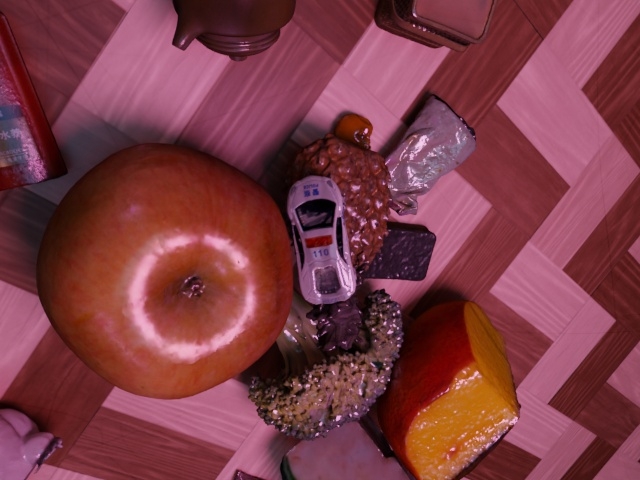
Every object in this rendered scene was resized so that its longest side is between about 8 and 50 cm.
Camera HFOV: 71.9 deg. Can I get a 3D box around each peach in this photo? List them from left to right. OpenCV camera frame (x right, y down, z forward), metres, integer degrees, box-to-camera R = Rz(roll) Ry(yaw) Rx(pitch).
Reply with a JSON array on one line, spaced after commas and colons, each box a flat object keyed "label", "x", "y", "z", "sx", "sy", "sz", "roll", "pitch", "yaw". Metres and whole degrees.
[{"label": "peach", "x": 0.254, "y": 0.316, "z": 0.961, "sx": 0.242, "sy": 0.380, "sz": 0.306, "roll": 41, "pitch": 123, "yaw": -10}]

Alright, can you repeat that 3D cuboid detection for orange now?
[{"label": "orange", "x": 0.066, "y": -0.202, "z": 0.856, "sx": 0.086, "sy": 0.062, "sz": 0.086, "roll": -5, "pitch": 110, "yaw": -15}]

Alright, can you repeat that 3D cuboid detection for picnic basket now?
[{"label": "picnic basket", "x": 0.218, "y": -0.481, "z": 0.763, "sx": 0.165, "sy": 0.139, "sz": 0.266, "roll": 8, "pitch": 106, "yaw": -22}]

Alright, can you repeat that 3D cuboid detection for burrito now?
[{"label": "burrito", "x": 0.202, "y": -0.167, "z": 0.906, "sx": 0.144, "sy": 0.089, "sz": 0.229, "roll": 42, "pitch": 91, "yaw": -13}]

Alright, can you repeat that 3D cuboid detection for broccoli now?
[{"label": "broccoli", "x": 0.012, "y": 0.242, "z": 0.896, "sx": 0.375, "sy": 0.249, "sz": 0.302, "roll": -38, "pitch": 120, "yaw": 3}]

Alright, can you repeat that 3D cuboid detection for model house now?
[{"label": "model house", "x": 0.101, "y": 0.566, "z": 1.024, "sx": 0.243, "sy": 0.298, "sz": 0.284, "roll": -39, "pitch": 155, "yaw": 3}]

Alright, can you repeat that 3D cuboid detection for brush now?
[{"label": "brush", "x": 0.154, "y": 0.024, "z": 0.971, "sx": 0.197, "sy": 0.059, "sz": 0.123, "roll": 4, "pitch": 106, "yaw": -21}]

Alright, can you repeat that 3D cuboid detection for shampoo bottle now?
[{"label": "shampoo bottle", "x": -0.485, "y": -0.230, "z": 0.640, "sx": 0.118, "sy": 0.076, "sz": 0.314, "roll": -12, "pitch": 113, "yaw": -7}]

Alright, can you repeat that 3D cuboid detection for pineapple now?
[{"label": "pineapple", "x": 0.033, "y": 0.012, "z": 0.795, "sx": 0.202, "sy": 0.202, "sz": 0.362, "roll": 1, "pitch": 81, "yaw": -20}]

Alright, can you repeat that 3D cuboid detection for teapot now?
[{"label": "teapot", "x": -0.122, "y": -0.369, "z": 0.678, "sx": 0.268, "sy": 0.185, "sz": 0.175, "roll": -41, "pitch": 157, "yaw": -32}]

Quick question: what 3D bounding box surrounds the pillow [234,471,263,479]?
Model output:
[{"label": "pillow", "x": -0.156, "y": 0.646, "z": 1.098, "sx": 0.185, "sy": 0.043, "sz": 0.118, "roll": 31, "pitch": 94, "yaw": -26}]

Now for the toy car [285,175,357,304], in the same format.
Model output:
[{"label": "toy car", "x": 0.000, "y": 0.000, "z": 0.691, "sx": 0.095, "sy": 0.056, "sz": 0.204, "roll": -8, "pitch": 96, "yaw": 7}]

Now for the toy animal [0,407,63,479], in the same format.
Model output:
[{"label": "toy animal", "x": -0.657, "y": 0.344, "z": 0.749, "sx": 0.357, "sy": 0.194, "sz": 0.258, "roll": 36, "pitch": 119, "yaw": -11}]

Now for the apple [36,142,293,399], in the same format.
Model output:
[{"label": "apple", "x": -0.223, "y": 0.047, "z": 0.688, "sx": 0.391, "sy": 0.346, "sz": 0.391, "roll": -6, "pitch": 105, "yaw": -21}]
